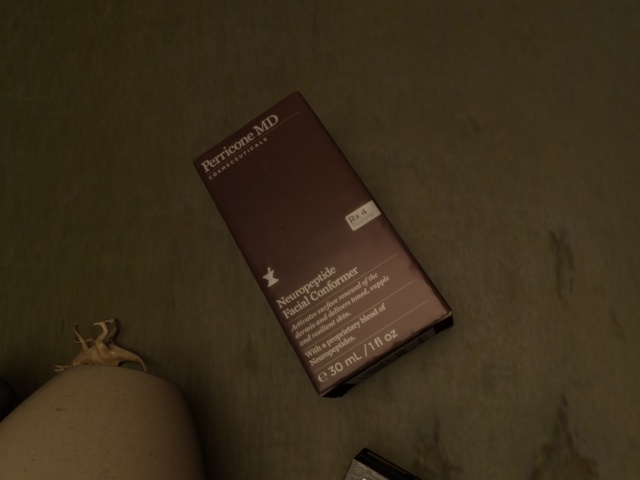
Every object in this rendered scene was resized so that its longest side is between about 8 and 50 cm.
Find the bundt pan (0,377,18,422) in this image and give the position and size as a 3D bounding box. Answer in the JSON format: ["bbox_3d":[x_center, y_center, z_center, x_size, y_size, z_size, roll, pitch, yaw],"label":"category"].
[{"bbox_3d":[-0.526,0.322,0.644,0.124,0.331,0.330,18,78,-14],"label":"bundt pan"}]

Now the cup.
[{"bbox_3d":[-0.281,0.296,0.590,0.331,0.331,0.236,-4,53,13],"label":"cup"}]

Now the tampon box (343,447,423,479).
[{"bbox_3d":[0.065,0.358,0.571,0.121,0.101,0.161,24,81,19],"label":"tampon box"}]

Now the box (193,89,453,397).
[{"bbox_3d":[0.000,0.000,0.670,0.191,0.143,0.381,-34,68,4],"label":"box"}]

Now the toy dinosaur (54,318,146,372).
[{"bbox_3d":[-0.343,0.174,0.765,0.183,0.053,0.092,-10,88,19],"label":"toy dinosaur"}]
